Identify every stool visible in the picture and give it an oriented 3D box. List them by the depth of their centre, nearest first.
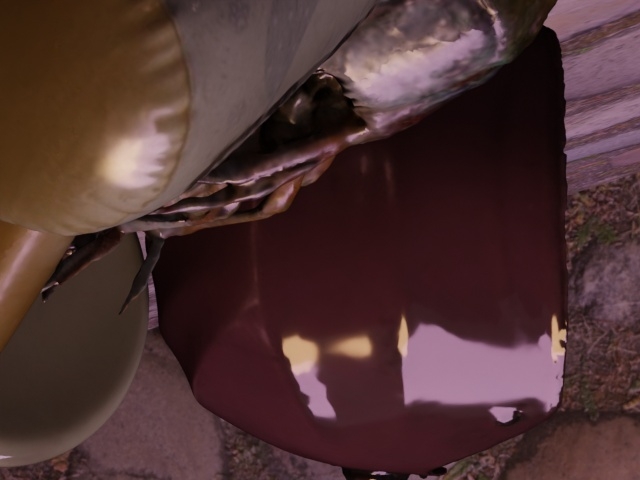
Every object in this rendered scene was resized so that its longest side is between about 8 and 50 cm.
[{"bbox_3d":[-0.225,0.036,0.993,0.195,0.195,0.198,-11,176,-45],"label":"stool"}]

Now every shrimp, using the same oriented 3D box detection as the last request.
[{"bbox_3d":[-0.077,-0.075,0.752,0.372,0.137,0.172,-26,133,5],"label":"shrimp"}]

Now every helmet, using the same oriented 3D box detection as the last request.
[{"bbox_3d":[0.000,0.000,1.006,0.197,0.271,0.338,3,173,-22],"label":"helmet"}]

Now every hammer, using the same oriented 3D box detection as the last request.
[{"bbox_3d":[-0.092,-0.028,0.610,0.305,0.113,0.202,-50,176,41],"label":"hammer"}]
